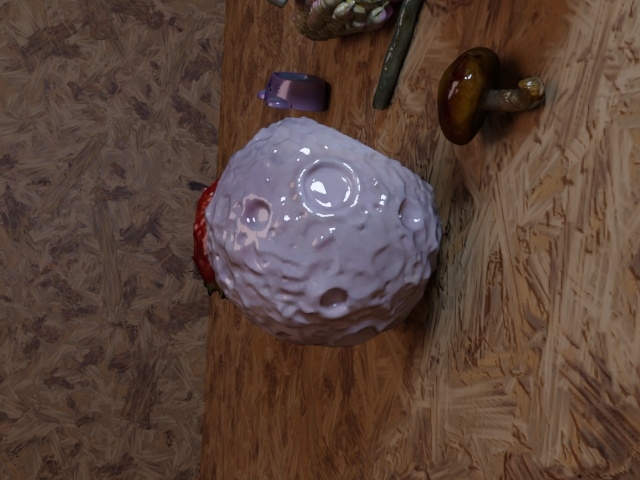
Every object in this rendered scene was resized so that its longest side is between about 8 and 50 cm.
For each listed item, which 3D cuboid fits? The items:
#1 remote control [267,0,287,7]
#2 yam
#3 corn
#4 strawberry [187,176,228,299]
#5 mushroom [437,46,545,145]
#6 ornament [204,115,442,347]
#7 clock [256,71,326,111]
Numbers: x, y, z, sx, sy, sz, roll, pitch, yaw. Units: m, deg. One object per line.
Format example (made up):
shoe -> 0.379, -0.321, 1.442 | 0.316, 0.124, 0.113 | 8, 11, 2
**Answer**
remote control -> 0.018, -0.478, 0.900 | 0.344, 0.050, 0.145 | -55, 16, 19
yam -> 0.108, -0.270, 0.836 | 0.027, 0.029, 0.234 | 47, 135, 31
corn -> 0.022, -0.358, 0.973 | 0.335, 0.126, 0.127 | -141, 56, -71
strawberry -> -0.079, -0.023, 1.074 | 0.277, 0.257, 0.257 | -68, 18, 1
mushroom -> 0.147, -0.137, 0.600 | 0.088, 0.072, 0.129 | -55, 15, -14
ornament -> 0.000, 0.000, 0.729 | 0.225, 0.259, 0.259 | -62, 20, 4
clock -> -0.053, -0.275, 1.213 | 0.153, 0.109, 0.050 | -128, 41, -64
